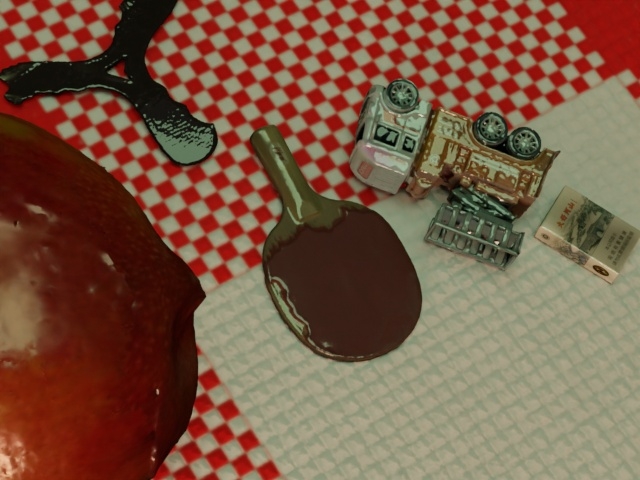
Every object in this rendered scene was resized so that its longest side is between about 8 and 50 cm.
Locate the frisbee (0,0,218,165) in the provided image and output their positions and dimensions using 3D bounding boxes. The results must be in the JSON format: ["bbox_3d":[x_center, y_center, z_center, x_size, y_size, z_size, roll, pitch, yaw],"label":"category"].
[{"bbox_3d":[-0.198,-0.155,1.593,0.187,0.012,0.211,-6,66,-12],"label":"frisbee"}]

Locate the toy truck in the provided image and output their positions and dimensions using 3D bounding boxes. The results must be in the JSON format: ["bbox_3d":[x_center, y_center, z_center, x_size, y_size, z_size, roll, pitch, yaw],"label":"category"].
[{"bbox_3d":[0.109,-0.061,1.569,0.177,0.080,0.115,22,72,-1],"label":"toy truck"}]

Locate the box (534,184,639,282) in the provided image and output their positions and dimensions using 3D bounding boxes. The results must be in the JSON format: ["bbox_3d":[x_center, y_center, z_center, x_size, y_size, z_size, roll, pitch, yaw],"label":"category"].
[{"bbox_3d":[0.243,-0.006,1.595,0.083,0.024,0.054,32,64,6],"label":"box"}]

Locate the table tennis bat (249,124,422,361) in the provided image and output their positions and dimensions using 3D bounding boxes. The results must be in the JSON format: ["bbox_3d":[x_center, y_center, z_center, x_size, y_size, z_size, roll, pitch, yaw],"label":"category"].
[{"bbox_3d":[0.000,0.000,1.550,0.131,0.022,0.234,-23,72,-19],"label":"table tennis bat"}]

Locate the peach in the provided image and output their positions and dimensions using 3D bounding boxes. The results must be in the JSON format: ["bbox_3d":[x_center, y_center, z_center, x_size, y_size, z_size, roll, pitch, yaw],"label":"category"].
[{"bbox_3d":[-0.266,0.076,1.309,0.372,0.290,0.373,1,66,-1],"label":"peach"}]
